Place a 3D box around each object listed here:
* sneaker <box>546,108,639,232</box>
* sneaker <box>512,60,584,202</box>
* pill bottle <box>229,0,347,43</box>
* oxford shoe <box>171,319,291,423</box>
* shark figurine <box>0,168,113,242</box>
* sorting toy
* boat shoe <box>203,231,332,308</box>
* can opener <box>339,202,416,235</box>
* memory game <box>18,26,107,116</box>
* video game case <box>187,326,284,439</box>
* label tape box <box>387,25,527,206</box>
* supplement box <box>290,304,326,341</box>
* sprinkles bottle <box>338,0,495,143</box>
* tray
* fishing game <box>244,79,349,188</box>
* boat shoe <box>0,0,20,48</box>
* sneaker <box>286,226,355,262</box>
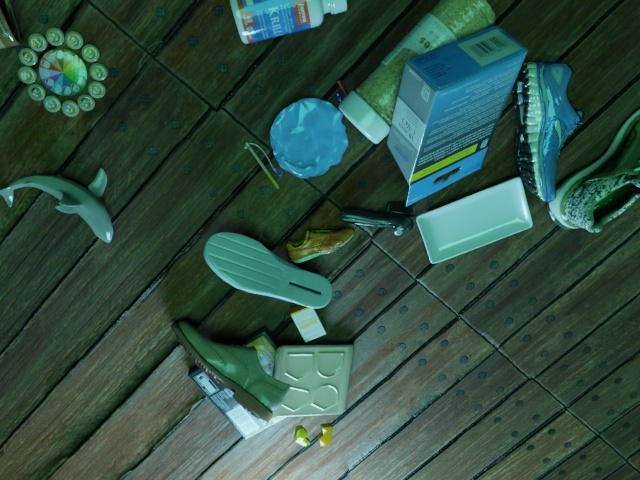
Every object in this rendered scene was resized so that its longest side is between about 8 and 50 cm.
[{"bbox_3d":[0.737,-0.156,1.363,0.158,0.182,0.410,37,106,-19],"label":"sneaker"},{"bbox_3d":[0.528,-0.242,1.337,0.147,0.129,0.330,-9,115,2],"label":"sneaker"},{"bbox_3d":[-0.065,-0.480,1.177,0.222,0.124,0.124,-14,115,2],"label":"pill bottle"},{"bbox_3d":[-0.230,0.309,1.510,0.348,0.123,0.130,41,73,4],"label":"oxford shoe"},{"bbox_3d":[-0.594,-0.097,1.316,0.278,0.116,0.166,19,110,-15],"label":"shark figurine"},{"bbox_3d":[-0.031,0.421,1.603,0.229,0.041,0.307,1,106,-21],"label":"sorting toy"},{"bbox_3d":[-0.136,0.087,1.430,0.335,0.119,0.121,28,75,-18],"label":"boat shoe"},{"bbox_3d":[0.140,-0.052,1.437,0.186,0.073,0.059,1,153,-2],"label":"can opener"},{"bbox_3d":[-0.549,-0.358,1.254,0.186,0.012,0.186,-2,115,-4],"label":"memory game"},{"bbox_3d":[-0.181,0.397,1.618,0.248,0.035,0.275,-30,113,9],"label":"video game case"},{"bbox_3d":[0.269,-0.256,1.251,0.241,0.106,0.333,-26,151,-22],"label":"label tape box"},{"bbox_3d":[-0.032,0.211,1.544,0.062,0.036,0.098,-23,114,5],"label":"supplement box"},{"bbox_3d":[0.199,-0.371,1.242,0.121,0.121,0.355,40,102,-20],"label":"sprinkles bottle"},{"bbox_3d":[0.381,-0.052,1.464,0.270,0.030,0.145,-21,115,5],"label":"tray"},{"bbox_3d":[-0.025,-0.234,1.342,0.264,0.041,0.189,-37,120,5],"label":"fishing game"},{"bbox_3d":[-0.646,-0.526,1.120,0.120,0.122,0.324,-2,123,-10],"label":"boat shoe"},{"bbox_3d":[0.000,0.000,1.438,0.175,0.064,0.067,-21,105,2],"label":"sneaker"}]
